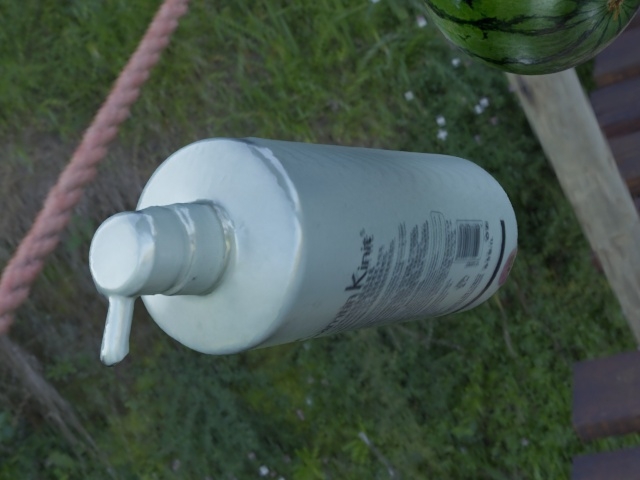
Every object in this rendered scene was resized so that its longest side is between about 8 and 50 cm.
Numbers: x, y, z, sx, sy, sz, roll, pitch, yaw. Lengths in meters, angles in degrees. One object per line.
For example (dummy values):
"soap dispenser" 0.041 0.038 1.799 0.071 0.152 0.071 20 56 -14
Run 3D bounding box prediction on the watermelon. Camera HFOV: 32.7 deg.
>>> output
"watermelon" 0.083 -0.119 0.454 0.109 0.109 0.109 -22 28 12

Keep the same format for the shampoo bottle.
"shampoo bottle" 0.000 0.000 0.473 0.085 0.085 0.262 -10 -4 31
